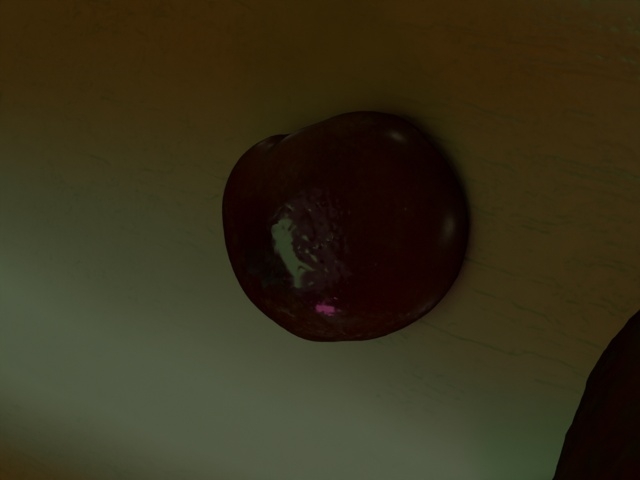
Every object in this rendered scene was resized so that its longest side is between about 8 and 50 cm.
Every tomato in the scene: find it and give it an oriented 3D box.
[{"bbox_3d":[0.000,0.000,0.954,0.233,0.139,0.200,-17,96,40],"label":"tomato"}]

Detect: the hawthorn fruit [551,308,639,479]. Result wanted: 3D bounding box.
[{"bbox_3d":[0.313,0.214,0.596,0.402,0.402,0.403,11,108,37],"label":"hawthorn fruit"}]
